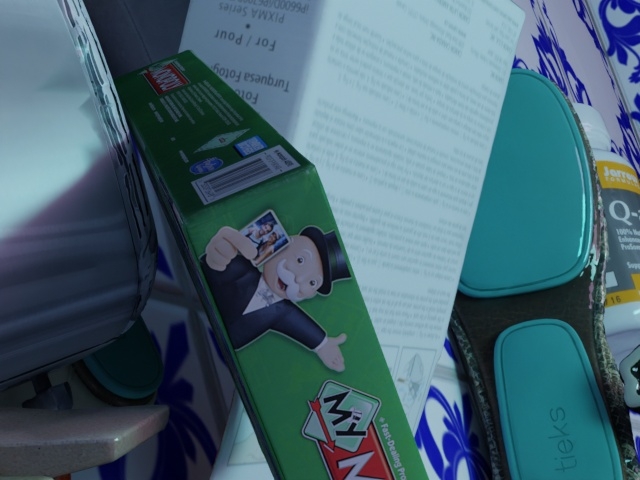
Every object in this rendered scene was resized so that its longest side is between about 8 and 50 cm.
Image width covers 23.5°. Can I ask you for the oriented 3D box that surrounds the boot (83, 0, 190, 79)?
[{"bbox_3d":[-0.178,-0.208,0.855,0.338,0.118,0.223,63,28,4],"label":"boot"}]

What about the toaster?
[{"bbox_3d":[-0.162,-0.032,0.584,0.146,0.129,0.227,-10,77,-47],"label":"toaster"}]

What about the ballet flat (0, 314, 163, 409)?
[{"bbox_3d":[-0.152,-0.016,0.716,0.086,0.086,0.248,17,48,-64],"label":"ballet flat"}]

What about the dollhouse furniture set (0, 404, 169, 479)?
[{"bbox_3d":[-0.108,0.179,0.513,0.259,0.135,0.262,-27,116,-69],"label":"dollhouse furniture set"}]

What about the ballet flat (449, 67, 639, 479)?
[{"bbox_3d":[0.194,0.082,1.418,0.182,0.164,0.483,75,8,-62],"label":"ballet flat"}]

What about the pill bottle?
[{"bbox_3d":[0.282,0.000,1.668,0.162,0.162,0.278,35,37,-55],"label":"pill bottle"}]

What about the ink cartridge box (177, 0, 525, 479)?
[{"bbox_3d":[0.000,0.000,0.944,0.308,0.091,0.385,13,92,-66],"label":"ink cartridge box"}]

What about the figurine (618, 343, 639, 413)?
[{"bbox_3d":[0.330,0.219,1.309,0.209,0.092,0.215,52,32,-51],"label":"figurine"}]

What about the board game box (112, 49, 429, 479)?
[{"bbox_3d":[-0.016,0.045,0.622,0.317,0.046,0.213,-130,-162,-72],"label":"board game box"}]
